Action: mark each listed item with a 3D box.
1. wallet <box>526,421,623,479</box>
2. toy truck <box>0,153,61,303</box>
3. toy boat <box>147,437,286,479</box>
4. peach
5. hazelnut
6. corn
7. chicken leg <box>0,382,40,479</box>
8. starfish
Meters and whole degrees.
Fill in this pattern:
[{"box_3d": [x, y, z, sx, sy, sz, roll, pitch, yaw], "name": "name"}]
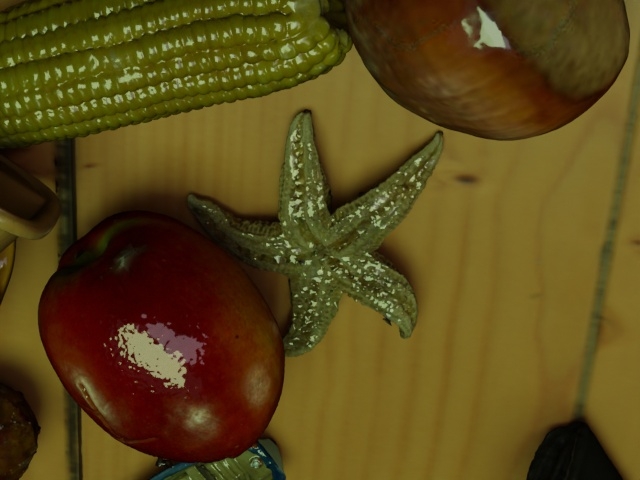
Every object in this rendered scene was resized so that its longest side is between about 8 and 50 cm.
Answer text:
[{"box_3d": [0.296, 0.383, 1.368, 0.062, 0.228, 0.406, -19, 116, 35], "name": "wallet"}, {"box_3d": [-0.351, 0.006, 1.234, 0.204, 0.288, 0.211, 34, 93, -8], "name": "toy truck"}, {"box_3d": [-0.137, 0.252, 1.455, 0.229, 0.046, 0.080, -29, 112, 22], "name": "toy boat"}, {"box_3d": [-0.132, 0.089, 1.282, 0.196, 0.190, 0.226, -32, 112, 19], "name": "peach"}, {"box_3d": [0.118, -0.168, 1.115, 0.214, 0.176, 0.214, 13, 127, 17], "name": "hazelnut"}, {"box_3d": [-0.148, -0.154, 1.188, 0.345, 0.131, 0.131, -14, 116, 15], "name": "corn"}, {"box_3d": [-0.356, 0.242, 1.465, 0.113, 0.093, 0.304, 36, 127, 8], "name": "chicken leg"}, {"box_3d": [0.000, 0.000, 1.302, 0.236, 0.062, 0.277, 33, 122, -5], "name": "starfish"}]
